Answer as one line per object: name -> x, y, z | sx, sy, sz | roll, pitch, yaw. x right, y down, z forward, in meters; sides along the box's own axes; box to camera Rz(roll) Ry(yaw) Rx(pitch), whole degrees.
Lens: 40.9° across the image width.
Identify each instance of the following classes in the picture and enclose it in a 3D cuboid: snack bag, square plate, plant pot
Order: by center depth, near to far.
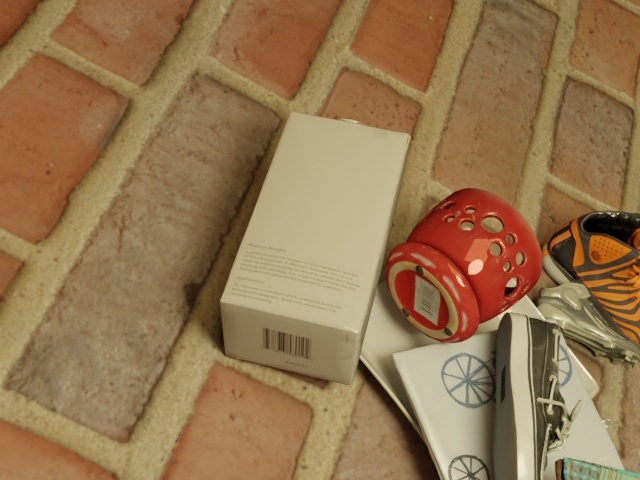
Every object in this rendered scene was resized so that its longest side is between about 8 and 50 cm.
snack bag -> 0.294, 0.290, 1.257 | 0.323, 0.037, 0.343 | -8, 64, -28
plant pot -> 0.202, 0.042, 1.273 | 0.174, 0.191, 0.191 | -34, 79, -29
square plate -> 0.227, 0.184, 1.343 | 0.344, 0.049, 0.347 | -30, 76, -35

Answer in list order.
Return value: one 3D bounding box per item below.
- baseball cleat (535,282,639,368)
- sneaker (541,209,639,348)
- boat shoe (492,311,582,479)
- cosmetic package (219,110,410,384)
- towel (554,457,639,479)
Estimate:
baseball cleat -> 0.465, 0.135, 1.464 | 0.206, 0.072, 0.109 | 25, 65, -10
sneaker -> 0.548, 0.075, 1.477 | 0.321, 0.180, 0.124 | 37, 53, 0
boat shoe -> 0.302, 0.242, 1.197 | 0.105, 0.113, 0.306 | 11, 47, -1
cosmetic package -> 0.000, 0.000, 1.252 | 0.197, 0.155, 0.366 | 13, 53, 8
towel -> 0.465, 0.439, 1.103 | 0.370, 0.040, 0.271 | 18, 53, -22
